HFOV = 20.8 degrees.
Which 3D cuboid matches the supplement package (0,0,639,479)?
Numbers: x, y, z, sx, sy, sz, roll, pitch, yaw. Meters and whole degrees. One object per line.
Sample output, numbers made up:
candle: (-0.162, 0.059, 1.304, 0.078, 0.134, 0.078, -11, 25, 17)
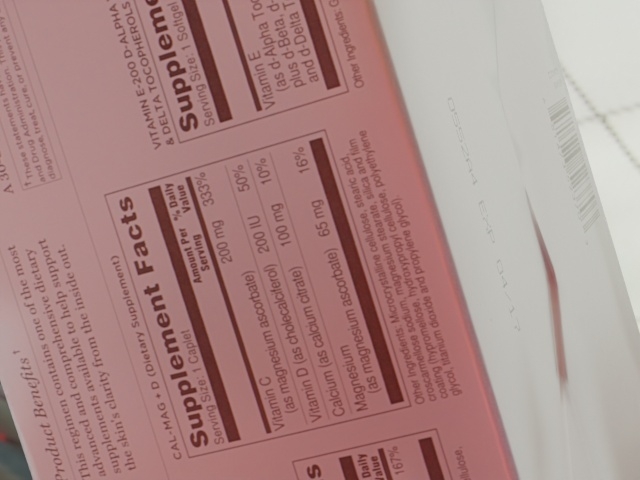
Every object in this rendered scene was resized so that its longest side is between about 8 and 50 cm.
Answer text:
supplement package: (0.000, 0.000, 0.559, 0.145, 0.204, 0.261, -15, 96, 21)
